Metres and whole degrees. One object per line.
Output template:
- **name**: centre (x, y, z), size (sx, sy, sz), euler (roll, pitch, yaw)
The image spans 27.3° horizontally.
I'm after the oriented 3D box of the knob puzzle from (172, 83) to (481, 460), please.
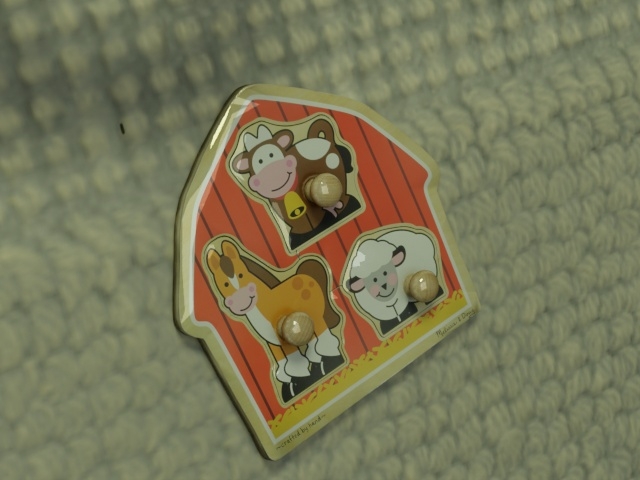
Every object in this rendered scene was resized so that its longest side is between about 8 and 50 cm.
- **knob puzzle**: centre (0.000, 0.000, 0.749), size (0.213, 0.030, 0.213), euler (-1, 92, -30)
